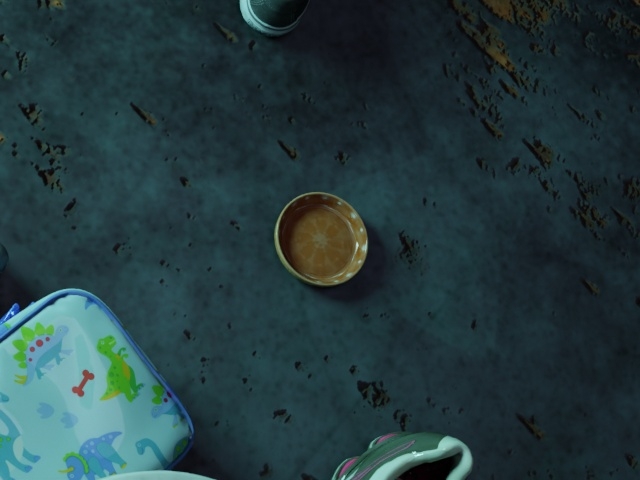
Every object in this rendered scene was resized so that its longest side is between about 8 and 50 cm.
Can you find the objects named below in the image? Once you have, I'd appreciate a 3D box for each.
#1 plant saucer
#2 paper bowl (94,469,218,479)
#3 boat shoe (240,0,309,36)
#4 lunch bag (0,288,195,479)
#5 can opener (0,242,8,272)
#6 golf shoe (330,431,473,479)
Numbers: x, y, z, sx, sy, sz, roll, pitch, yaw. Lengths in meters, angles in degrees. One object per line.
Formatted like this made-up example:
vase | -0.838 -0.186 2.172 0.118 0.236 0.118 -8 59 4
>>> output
plant saucer | 0.000 0.000 1.478 0.083 0.013 0.083 6 72 -19
paper bowl | -0.124 0.310 1.182 0.284 0.148 0.284 10 65 -22
boat shoe | -0.021 -0.293 1.528 0.080 0.076 0.228 20 68 -14
lunch bag | -0.219 0.151 1.306 0.219 0.090 0.176 -39 90 -26
can opener | -0.347 0.075 1.279 0.076 0.095 0.283 46 64 -2
golf shoe | 0.012 0.246 1.348 0.105 0.120 0.273 45 65 -4
